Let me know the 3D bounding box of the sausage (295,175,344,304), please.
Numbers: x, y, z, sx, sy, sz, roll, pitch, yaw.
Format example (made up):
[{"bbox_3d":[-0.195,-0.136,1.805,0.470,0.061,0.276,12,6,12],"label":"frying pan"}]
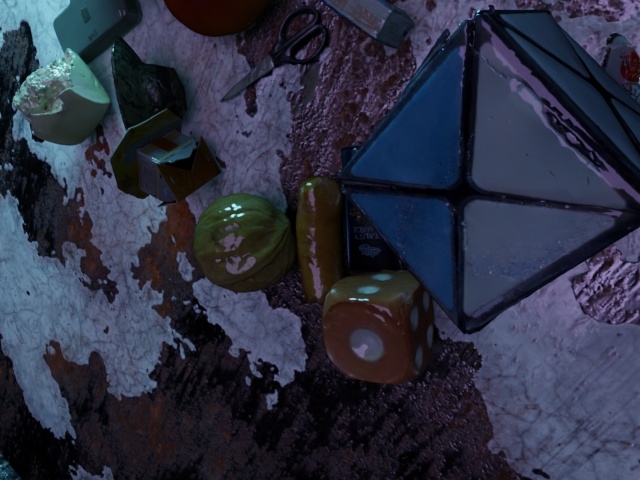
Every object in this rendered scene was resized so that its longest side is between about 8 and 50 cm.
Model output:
[{"bbox_3d":[0.001,-0.001,0.931,0.108,0.108,0.271,4,104,27],"label":"sausage"}]

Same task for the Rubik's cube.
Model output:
[{"bbox_3d":[0.258,-0.097,0.624,0.307,0.310,0.305,51,134,9],"label":"Rubik's cube"}]

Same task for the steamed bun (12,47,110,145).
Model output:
[{"bbox_3d":[-0.677,-0.366,1.151,0.225,0.170,0.200,-37,108,29],"label":"steamed bun"}]

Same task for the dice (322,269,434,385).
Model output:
[{"bbox_3d":[0.118,0.156,0.857,0.174,0.179,0.174,-1,108,33],"label":"dice"}]

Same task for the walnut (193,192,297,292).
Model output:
[{"bbox_3d":[-0.160,0.005,0.963,0.227,0.228,0.228,6,104,26],"label":"walnut"}]

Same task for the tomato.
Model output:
[{"bbox_3d":[-0.213,-0.545,0.880,0.259,0.180,0.260,5,101,27],"label":"tomato"}]

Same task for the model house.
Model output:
[{"bbox_3d":[-0.334,-0.158,0.996,0.135,0.219,0.208,27,133,11],"label":"model house"}]

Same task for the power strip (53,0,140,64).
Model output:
[{"bbox_3d":[-0.585,-0.593,1.131,0.264,0.059,0.194,-17,97,29],"label":"power strip"}]

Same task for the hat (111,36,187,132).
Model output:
[{"bbox_3d":[-0.385,-0.339,1.036,0.128,0.265,0.266,-10,98,-8],"label":"hat"}]

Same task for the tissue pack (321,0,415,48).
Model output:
[{"bbox_3d":[0.079,-0.412,0.791,0.155,0.115,0.065,41,117,16],"label":"tissue pack"}]

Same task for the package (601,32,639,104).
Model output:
[{"bbox_3d":[0.493,-0.175,0.659,0.193,0.071,0.270,0,115,31],"label":"package"}]

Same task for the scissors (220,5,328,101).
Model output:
[{"bbox_3d":[-0.112,-0.378,0.953,0.299,0.022,0.109,-27,84,31],"label":"scissors"}]

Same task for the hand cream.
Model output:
[{"bbox_3d":[0.099,-0.056,0.900,0.120,0.061,0.271,-1,109,24],"label":"hand cream"}]
